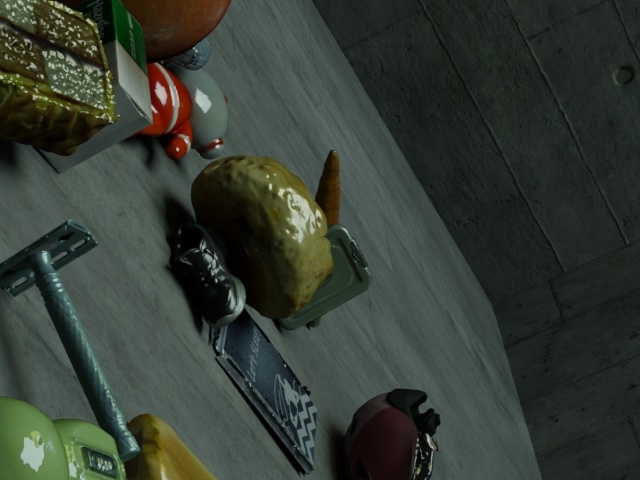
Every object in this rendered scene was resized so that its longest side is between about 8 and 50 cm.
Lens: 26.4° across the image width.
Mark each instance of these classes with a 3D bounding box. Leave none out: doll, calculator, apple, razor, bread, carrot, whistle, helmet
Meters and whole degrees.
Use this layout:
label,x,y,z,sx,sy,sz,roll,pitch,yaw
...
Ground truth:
label,x,y,z,sx,sy,sz,roll,pitch,yaw
doll,-0.220,-0.202,1.997,0.200,0.105,0.336,64,20,8
calculator,-0.078,0.200,1.952,0.274,0.028,0.166,56,18,-27
apple,-0.244,-0.367,1.797,0.272,0.206,0.251,20,61,-11
razor,-0.228,0.104,1.286,0.232,0.106,0.068,62,10,20
bread,-0.076,-0.016,1.930,0.244,0.134,0.244,42,-33,36
carrot,0.000,0.000,2.263,0.069,0.069,0.336,-89,-176,-63
whistle,-0.228,0.206,1.147,0.288,0.106,0.131,42,24,-58
helmet,0.106,0.344,2.145,0.253,0.154,0.198,-61,147,-53
bread,-0.125,0.304,1.408,0.305,0.091,0.142,54,3,-38
bread,-0.320,-0.185,1.447,0.222,0.096,0.181,19,46,-51

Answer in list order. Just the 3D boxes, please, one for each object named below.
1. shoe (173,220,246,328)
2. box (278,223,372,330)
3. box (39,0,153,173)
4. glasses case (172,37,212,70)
label,x,y,z,sx,sy,sz,roll,pitch,yaw
shoe,-0.162,0.037,1.834,0.099,0.071,0.169,43,21,-52
box,-0.016,0.051,2.189,0.124,0.172,0.093,63,-2,-15
box,-0.281,-0.194,1.635,0.081,0.135,0.199,51,18,-45
glasses case,-0.272,-0.345,1.952,0.282,0.067,0.109,41,17,-7
